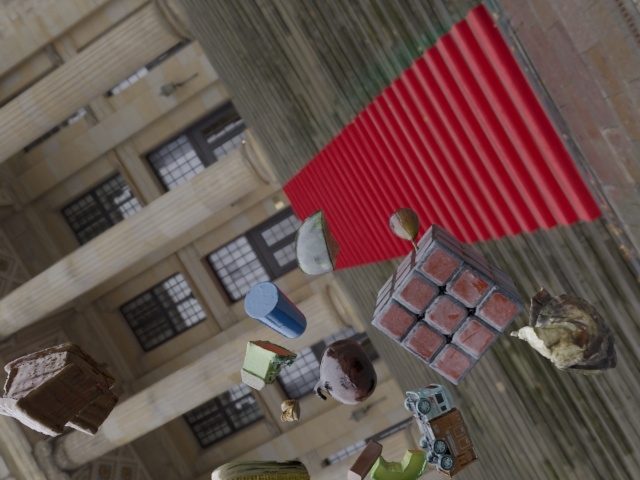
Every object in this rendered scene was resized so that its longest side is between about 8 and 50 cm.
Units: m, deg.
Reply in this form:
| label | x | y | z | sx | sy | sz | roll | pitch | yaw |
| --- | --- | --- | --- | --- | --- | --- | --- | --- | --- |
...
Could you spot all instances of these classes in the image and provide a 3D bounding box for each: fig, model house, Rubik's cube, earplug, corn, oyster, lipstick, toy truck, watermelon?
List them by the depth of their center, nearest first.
| label | x | y | z | sx | sy | sz | roll | pitch | yaw |
| --- | --- | --- | --- | --- | --- | --- | --- | --- | --- |
| oyster | 0.508 | 0.178 | 1.222 | 0.275 | 0.100 | 0.271 | 24 | -155 | -4 |
| model house | -0.611 | 0.369 | 1.415 | 0.199 | 0.220 | 0.229 | 62 | -178 | -27 |
| fig | 0.245 | -0.029 | 1.698 | 0.089 | 0.089 | 0.125 | 47 | -165 | -50 |
| Rubik's cube | 0.358 | 0.169 | 1.745 | 0.305 | 0.303 | 0.301 | 38 | -165 | 2 |
| corn | -0.168 | 0.706 | 1.763 | 0.305 | 0.122 | 0.123 | 13 | -129 | -29 |
| watermelon | -0.017 | 0.003 | 1.783 | 0.193 | 0.137 | 0.145 | 12 | 132 | 54 |
| lipstick | 0.134 | 0.659 | 1.810 | 0.045 | 0.045 | 0.145 | 23 | -147 | 24 |
| earplug | -0.137 | 0.258 | 2.108 | 0.273 | 0.133 | 0.132 | 48 | -164 | -50 |
| toy truck | 0.425 | 0.652 | 2.130 | 0.136 | 0.162 | 0.305 | 143 | 106 | -74 |
| fig | 0.092 | 0.472 | 2.161 | 0.215 | 0.235 | 0.235 | 0 | -133 | -24 |
| model house | -0.225 | 0.549 | 2.633 | 0.195 | 0.189 | 0.214 | 20 | 179 | 22 |

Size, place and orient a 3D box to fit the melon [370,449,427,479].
| label | x | y | z | sx | sy | sz | roll | pitch | yaw |
| --- | --- | --- | --- | --- | --- | --- | --- | --- | --- |
| melon | 0.284 | 0.828 | 2.219 | 0.064 | 0.210 | 0.117 | -107 | 14 | -84 |

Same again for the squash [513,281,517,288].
| label | x | y | z | sx | sy | sz | roll | pitch | yaw |
| --- | --- | --- | --- | --- | --- | --- | --- | --- | --- |
| squash | 0.610 | 0.204 | 2.127 | 0.052 | 0.183 | 0.052 | 36 | -150 | -26 |

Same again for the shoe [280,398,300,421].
| label | x | y | z | sx | sy | sz | roll | pitch | yaw |
| --- | --- | --- | --- | --- | --- | --- | --- | --- | --- |
| shoe | -0.109 | 0.606 | 2.182 | 0.109 | 0.069 | 0.072 | -104 | 0 | -57 |
